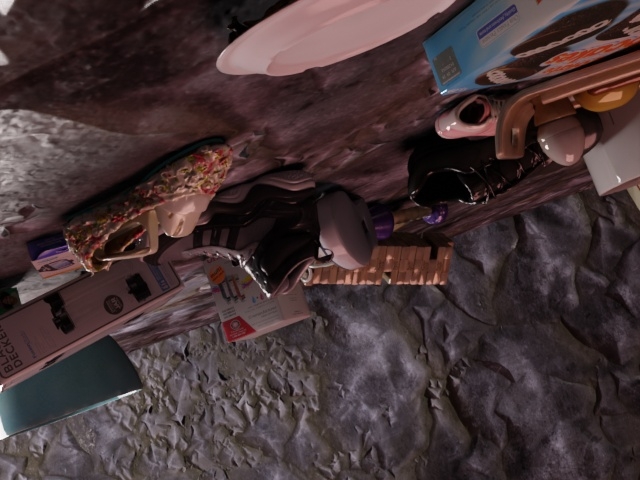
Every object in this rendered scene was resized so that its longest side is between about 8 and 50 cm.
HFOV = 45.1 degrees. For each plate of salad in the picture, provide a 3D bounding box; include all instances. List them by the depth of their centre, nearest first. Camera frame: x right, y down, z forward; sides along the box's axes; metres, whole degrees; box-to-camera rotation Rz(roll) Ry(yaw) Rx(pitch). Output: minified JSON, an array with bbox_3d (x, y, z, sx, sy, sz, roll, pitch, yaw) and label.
[{"bbox_3d":[0.020,-0.161,0.521,0.199,0.048,0.200,-21,-177,1],"label":"plate of salad"}]

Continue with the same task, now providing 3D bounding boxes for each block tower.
[{"bbox_3d":[0.119,0.035,1.620,0.335,0.097,0.091,-1,-159,-18],"label":"block tower"}]

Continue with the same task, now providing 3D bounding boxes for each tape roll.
[{"bbox_3d":[0.490,-0.187,1.110,0.246,0.169,0.246,-19,173,-3],"label":"tape roll"}]

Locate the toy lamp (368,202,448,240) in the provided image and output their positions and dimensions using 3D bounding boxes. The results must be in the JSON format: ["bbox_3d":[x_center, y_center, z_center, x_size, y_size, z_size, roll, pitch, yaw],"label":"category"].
[{"bbox_3d":[0.168,-0.048,1.628,0.080,0.080,0.274,-26,169,41],"label":"toy lamp"}]

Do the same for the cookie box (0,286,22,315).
[{"bbox_3d":[-0.501,0.105,1.104,0.091,0.040,0.107,-25,172,28],"label":"cookie box"}]

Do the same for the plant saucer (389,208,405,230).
[{"bbox_3d":[0.067,-0.012,1.775,0.277,0.041,0.278,-20,172,-3],"label":"plant saucer"}]

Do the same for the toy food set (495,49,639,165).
[{"bbox_3d":[0.357,-0.153,0.868,0.306,0.092,0.219,-15,180,22],"label":"toy food set"}]

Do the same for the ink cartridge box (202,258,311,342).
[{"bbox_3d":[-0.121,0.084,1.445,0.128,0.176,0.127,-23,170,20],"label":"ink cartridge box"}]

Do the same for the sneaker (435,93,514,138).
[{"bbox_3d":[0.223,-0.166,1.007,0.134,0.051,0.070,-14,177,-14],"label":"sneaker"}]

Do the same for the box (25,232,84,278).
[{"bbox_3d":[-0.322,0.014,0.974,0.081,0.028,0.136,-18,170,-17],"label":"box"}]

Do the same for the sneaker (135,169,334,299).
[{"bbox_3d":[-0.115,0.016,1.037,0.268,0.153,0.101,-21,172,10],"label":"sneaker"}]

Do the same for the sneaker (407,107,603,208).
[{"bbox_3d":[0.253,-0.106,1.082,0.286,0.109,0.130,-20,-156,27],"label":"sneaker"}]

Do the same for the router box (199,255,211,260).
[{"bbox_3d":[-0.139,-0.008,1.252,0.122,0.038,0.092,-18,172,-14],"label":"router box"}]

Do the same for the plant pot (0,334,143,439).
[{"bbox_3d":[-0.522,0.253,1.528,0.290,0.195,0.290,-20,173,-2],"label":"plant pot"}]

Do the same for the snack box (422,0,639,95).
[{"bbox_3d":[0.276,-0.219,0.722,0.321,0.060,0.187,-16,173,-31],"label":"snack box"}]

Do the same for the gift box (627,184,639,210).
[{"bbox_3d":[0.668,-0.161,1.415,0.276,0.258,0.255,-28,173,-1],"label":"gift box"}]

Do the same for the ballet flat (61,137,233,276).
[{"bbox_3d":[-0.181,-0.029,0.839,0.241,0.077,0.091,-25,171,29],"label":"ballet flat"}]

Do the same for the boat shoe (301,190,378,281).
[{"bbox_3d":[-0.003,-0.008,1.333,0.156,0.136,0.367,-18,-177,11],"label":"boat shoe"}]

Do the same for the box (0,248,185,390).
[{"bbox_3d":[-0.363,0.114,1.146,0.290,0.087,0.169,-30,178,-27],"label":"box"}]
